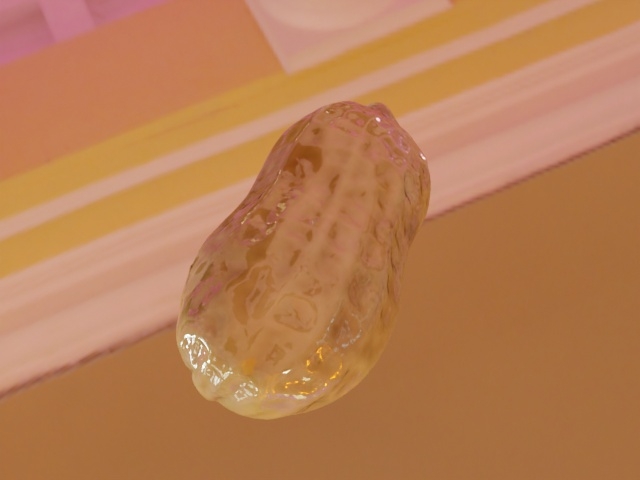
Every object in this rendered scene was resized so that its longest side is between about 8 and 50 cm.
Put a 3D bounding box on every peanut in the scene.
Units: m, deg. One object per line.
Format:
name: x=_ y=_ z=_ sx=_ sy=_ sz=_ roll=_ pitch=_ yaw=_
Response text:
peanut: x=0.000 y=0.000 z=0.792 sx=0.147 sy=0.147 sz=0.305 roll=9 pitch=-135 yaw=15
